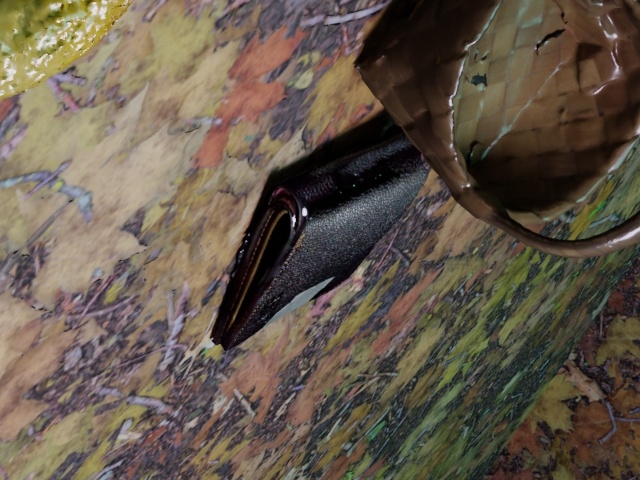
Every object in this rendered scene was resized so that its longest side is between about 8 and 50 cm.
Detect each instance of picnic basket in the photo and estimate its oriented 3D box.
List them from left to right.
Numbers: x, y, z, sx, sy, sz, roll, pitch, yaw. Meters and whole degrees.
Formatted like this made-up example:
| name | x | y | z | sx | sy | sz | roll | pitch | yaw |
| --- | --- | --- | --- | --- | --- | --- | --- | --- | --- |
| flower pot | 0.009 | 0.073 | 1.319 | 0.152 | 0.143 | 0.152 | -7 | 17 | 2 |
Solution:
| name | x | y | z | sx | sy | sz | roll | pitch | yaw |
| --- | --- | --- | --- | --- | --- | --- | --- | --- | --- |
| picnic basket | 0.252 | -0.130 | 1.335 | 0.293 | 0.337 | 0.337 | -51 | 160 | 2 |

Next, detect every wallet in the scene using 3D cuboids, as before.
| name | x | y | z | sx | sy | sz | roll | pitch | yaw |
| --- | --- | --- | --- | --- | --- | --- | --- | --- | --- |
| wallet | 0.000 | 0.000 | 1.495 | 0.221 | 0.071 | 0.262 | -32 | 160 | -42 |

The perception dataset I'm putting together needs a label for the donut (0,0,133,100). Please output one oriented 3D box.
| name | x | y | z | sx | sy | sz | roll | pitch | yaw |
| --- | --- | --- | --- | --- | --- | --- | --- | --- | --- |
| donut | -0.173 | -0.187 | 0.719 | 0.277 | 0.108 | 0.278 | -42 | 158 | -21 |
